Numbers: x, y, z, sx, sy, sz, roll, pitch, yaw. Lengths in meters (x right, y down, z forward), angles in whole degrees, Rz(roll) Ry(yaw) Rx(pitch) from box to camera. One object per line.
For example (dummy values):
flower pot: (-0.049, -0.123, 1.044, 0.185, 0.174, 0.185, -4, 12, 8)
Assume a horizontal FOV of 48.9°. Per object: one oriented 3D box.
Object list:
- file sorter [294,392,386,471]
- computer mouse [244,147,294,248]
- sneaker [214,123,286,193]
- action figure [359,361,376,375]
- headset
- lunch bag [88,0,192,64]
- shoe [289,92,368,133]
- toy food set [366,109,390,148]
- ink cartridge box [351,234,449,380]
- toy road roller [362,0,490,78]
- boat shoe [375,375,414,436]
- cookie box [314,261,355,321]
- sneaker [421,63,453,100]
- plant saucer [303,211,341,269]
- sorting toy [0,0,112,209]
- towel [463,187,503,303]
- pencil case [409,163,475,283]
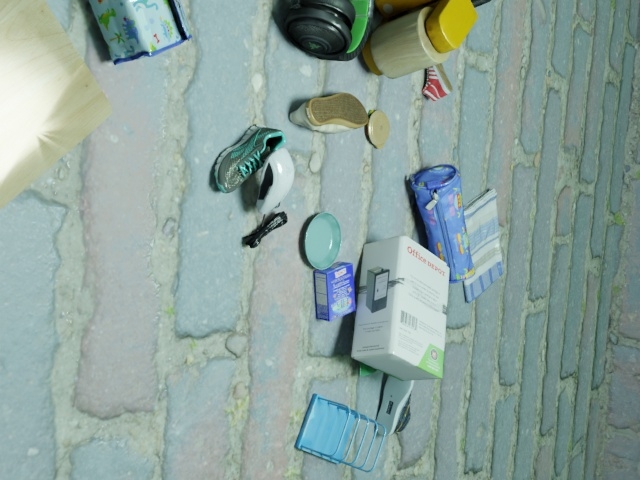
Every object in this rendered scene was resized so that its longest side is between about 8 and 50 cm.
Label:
file sorter: (0.050, 0.421, 1.519, 0.170, 0.105, 0.118, 39, 66, -47)
computer mouse: (-0.082, -0.077, 1.270, 0.106, 0.042, 0.193, -34, 149, -43)
sneaker: (-0.121, -0.148, 1.243, 0.166, 0.076, 0.065, -56, 133, -29)
action figure: (0.170, 0.254, 1.679, 0.232, 0.064, 0.137, 14, 81, -54)
headset: (-0.020, -0.470, 1.307, 0.394, 0.185, 0.243, -11, 109, -65)
lunch bag: (-0.255, -0.344, 1.043, 0.151, 0.096, 0.128, -49, 129, -53)
shoe: (0.021, -0.256, 1.425, 0.219, 0.058, 0.076, -11, 84, -53)
toy food set: (0.129, -0.252, 1.578, 0.083, 0.020, 0.082, 26, 75, -49)
ink cartridge box: (0.184, 0.154, 1.570, 0.198, 0.115, 0.272, 32, 56, -40)
toy road roller: (0.197, -0.528, 1.490, 0.240, 0.203, 0.329, 50, 52, -28)
boat shoe: (0.193, 0.386, 1.716, 0.083, 0.065, 0.183, 10, 102, -56)
cookie box: (0.031, 0.107, 1.497, 0.092, 0.040, 0.107, -17, 109, -48)
sneaker: (0.272, -0.398, 1.723, 0.042, 0.067, 0.118, -3, 68, -48)
plant saucer: (0.000, 0.000, 1.458, 0.119, 0.021, 0.119, -11, 104, -50)
sorting toy: (-0.427, -0.188, 0.852, 0.257, 0.089, 0.255, -53, 132, -32)
towel: (0.460, 0.012, 2.015, 0.209, 0.034, 0.285, -30, 118, -44)
pencil case: (0.305, -0.036, 1.747, 0.133, 0.119, 0.306, -64, 143, -58)
